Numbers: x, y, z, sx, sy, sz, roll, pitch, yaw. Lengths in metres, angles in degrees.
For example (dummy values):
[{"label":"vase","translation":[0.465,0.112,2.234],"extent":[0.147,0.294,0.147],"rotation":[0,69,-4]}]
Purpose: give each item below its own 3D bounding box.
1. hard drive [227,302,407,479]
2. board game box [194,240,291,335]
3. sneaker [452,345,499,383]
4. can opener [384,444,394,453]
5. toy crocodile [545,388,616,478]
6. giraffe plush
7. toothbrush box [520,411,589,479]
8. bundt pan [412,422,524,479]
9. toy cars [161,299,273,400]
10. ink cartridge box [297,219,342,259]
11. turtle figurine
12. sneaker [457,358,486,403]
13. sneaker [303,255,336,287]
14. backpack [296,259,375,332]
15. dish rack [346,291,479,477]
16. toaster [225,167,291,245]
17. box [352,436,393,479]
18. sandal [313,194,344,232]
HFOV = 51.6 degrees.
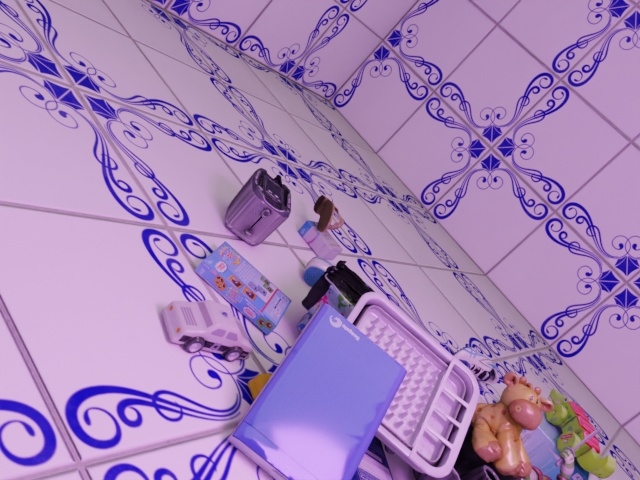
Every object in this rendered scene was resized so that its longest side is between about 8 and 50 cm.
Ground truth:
[{"label":"hard drive","translation":[0.008,0.288,1.178],"extent":[0.210,0.040,0.318],"rotation":[40,50,-3]},{"label":"board game box","translation":[-0.168,0.103,1.487],"extent":[0.211,0.039,0.160],"rotation":[43,18,-3]},{"label":"sneaker","translation":[0.508,0.411,2.166],"extent":[0.237,0.085,0.086],"rotation":[27,20,-39]},{"label":"can opener","translation":[0.165,0.379,1.472],"extent":[0.074,0.093,0.280],"rotation":[57,12,-2]},{"label":"toy crocodile","translation":[0.743,0.550,1.916],"extent":[0.115,0.105,0.340],"rotation":[38,21,-13]},{"label":"giraffe plush","translation":[0.432,0.400,1.492],"extent":[0.181,0.170,0.210],"rotation":[29,23,-37]},{"label":"toothbrush box","translation":[0.658,0.601,1.993],"extent":[0.295,0.126,0.216],"rotation":[49,20,15]},{"label":"bundt pan","translation":[0.325,0.540,1.426],"extent":[0.331,0.124,0.331],"rotation":[39,19,-16]},{"label":"toy cars","translation":[-0.117,0.224,1.249],"extent":[0.394,0.087,0.176],"rotation":[41,18,-7]},{"label":"ink cartridge box","translation":[0.000,0.000,2.052],"extent":[0.122,0.052,0.088],"rotation":[49,19,23]},{"label":"turtle figurine","translation":[0.542,0.574,1.709],"extent":[0.266,0.274,0.198],"rotation":[23,-7,-39]},{"label":"sneaker","translation":[0.389,0.406,1.852],"extent":[0.296,0.131,0.112],"rotation":[36,18,-28]},{"label":"sneaker","translation":[0.060,0.124,1.836],"extent":[0.229,0.087,0.092],"rotation":[38,25,-12]},{"label":"backpack","translation":[0.083,0.197,1.558],"extent":[0.254,0.191,0.225],"rotation":[37,12,9]},{"label":"dish rack","translation":[0.155,0.292,1.350],"extent":[0.333,0.072,0.285],"rotation":[42,45,-3]},{"label":"toaster","translation":[-0.165,-0.090,1.749],"extent":[0.129,0.146,0.227],"rotation":[38,20,-20]},{"label":"box","translation":[0.084,0.424,1.290],"extent":[0.136,0.036,0.225],"rotation":[42,18,-32]},{"label":"sandal","translation":[0.039,-0.074,2.076],"extent":[0.079,0.088,0.240],"rotation":[29,15,-18]}]
